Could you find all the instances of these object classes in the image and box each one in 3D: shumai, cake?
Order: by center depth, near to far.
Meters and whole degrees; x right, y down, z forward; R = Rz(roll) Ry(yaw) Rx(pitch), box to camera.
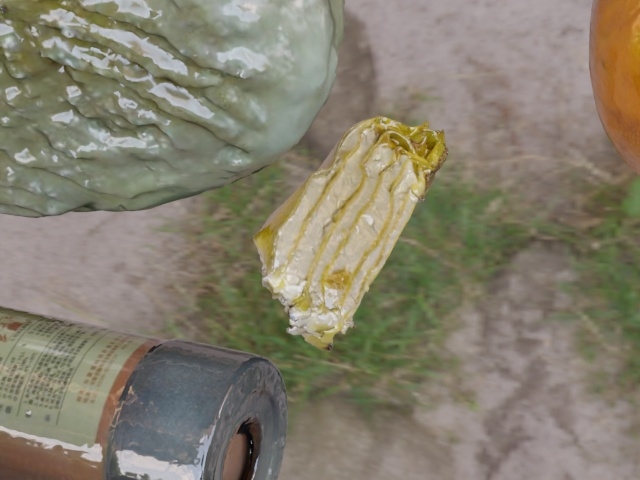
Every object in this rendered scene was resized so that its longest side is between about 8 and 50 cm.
[{"bbox_3d":[-0.108,-0.144,0.795,0.260,0.222,0.225,5,132,15],"label":"shumai"},{"bbox_3d":[-0.003,-0.003,1.056,0.079,0.116,0.185,39,52,-14],"label":"cake"}]

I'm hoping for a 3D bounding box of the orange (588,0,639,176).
[{"bbox_3d":[0.349,-0.169,1.596,0.226,0.284,0.284,0,91,23],"label":"orange"}]

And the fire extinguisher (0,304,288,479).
[{"bbox_3d":[-0.222,0.098,1.040,0.200,0.376,0.113,-36,132,-58],"label":"fire extinguisher"}]
